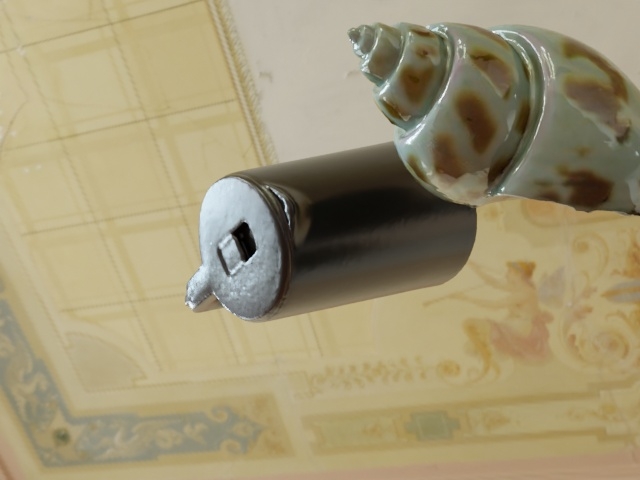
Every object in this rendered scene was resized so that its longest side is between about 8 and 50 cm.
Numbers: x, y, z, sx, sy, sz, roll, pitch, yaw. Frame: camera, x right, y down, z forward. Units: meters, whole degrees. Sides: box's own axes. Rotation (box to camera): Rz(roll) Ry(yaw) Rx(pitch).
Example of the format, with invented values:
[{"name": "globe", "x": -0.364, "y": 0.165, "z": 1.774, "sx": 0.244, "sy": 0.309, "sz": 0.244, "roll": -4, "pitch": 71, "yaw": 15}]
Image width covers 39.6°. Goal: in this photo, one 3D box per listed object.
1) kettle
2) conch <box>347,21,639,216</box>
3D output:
[{"name": "kettle", "x": 0.000, "y": -0.014, "z": 1.129, "sx": 0.262, "sy": 0.308, "sz": 0.203, "roll": 3, "pitch": -78, "yaw": 51}, {"name": "conch", "x": 0.200, "y": -0.123, "z": 0.931, "sx": 0.367, "sy": 0.249, "sz": 0.197, "roll": -1, "pitch": -68, "yaw": -18}]
